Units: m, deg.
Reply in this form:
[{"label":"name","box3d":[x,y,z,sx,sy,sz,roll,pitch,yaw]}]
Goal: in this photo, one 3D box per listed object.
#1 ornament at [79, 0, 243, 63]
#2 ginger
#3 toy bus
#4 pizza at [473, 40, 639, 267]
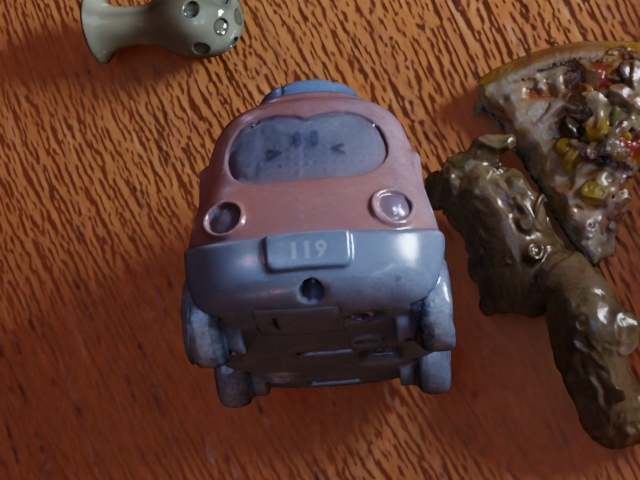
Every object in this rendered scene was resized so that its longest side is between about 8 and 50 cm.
[{"label":"ornament","box3d":[-0.148,-0.212,1.117,0.156,0.081,0.075,-1,116,22]},{"label":"ginger","box3d":[0.184,0.046,0.953,0.122,0.084,0.290,-42,71,27]},{"label":"toy bus","box3d":[0.000,0.000,0.926,0.197,0.294,0.232,-5,69,5]},{"label":"pizza","box3d":[0.221,-0.075,0.979,0.185,0.052,0.195,-8,81,21]}]
